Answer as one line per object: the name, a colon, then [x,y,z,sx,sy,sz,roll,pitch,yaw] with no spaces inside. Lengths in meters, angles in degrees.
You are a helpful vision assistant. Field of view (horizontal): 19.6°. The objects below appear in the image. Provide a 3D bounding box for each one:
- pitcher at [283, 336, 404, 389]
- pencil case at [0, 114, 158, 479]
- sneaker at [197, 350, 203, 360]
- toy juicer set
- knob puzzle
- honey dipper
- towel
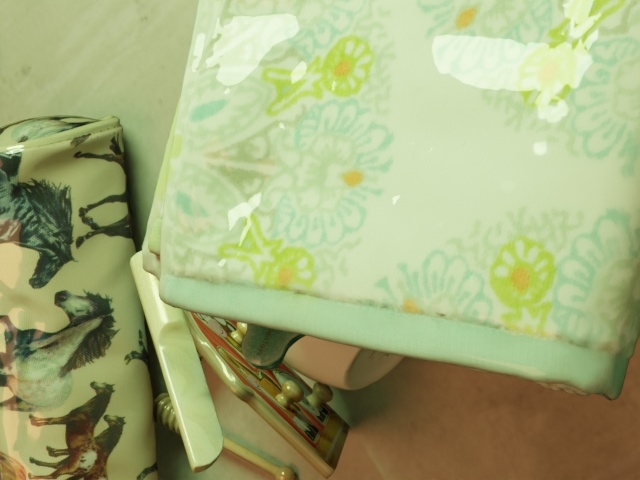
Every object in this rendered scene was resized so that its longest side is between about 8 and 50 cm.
pitcher: [0.000,0.000,1.475,0.207,0.125,0.178,46,106,26]
pencil case: [-0.246,0.096,1.656,0.160,0.183,0.410,10,107,63]
sneaker: [-0.105,0.046,1.616,0.073,0.063,0.162,57,133,17]
toy juicer set: [-0.030,-0.011,1.378,0.209,0.329,0.089,46,170,29]
knob puzzle: [-0.048,0.096,1.493,0.030,0.213,0.213,-46,69,8]
honey dipper: [-0.085,0.181,1.669,0.160,0.030,0.030,23,119,30]
towel: [0.062,-0.083,1.227,0.374,0.090,0.321,11,88,32]
